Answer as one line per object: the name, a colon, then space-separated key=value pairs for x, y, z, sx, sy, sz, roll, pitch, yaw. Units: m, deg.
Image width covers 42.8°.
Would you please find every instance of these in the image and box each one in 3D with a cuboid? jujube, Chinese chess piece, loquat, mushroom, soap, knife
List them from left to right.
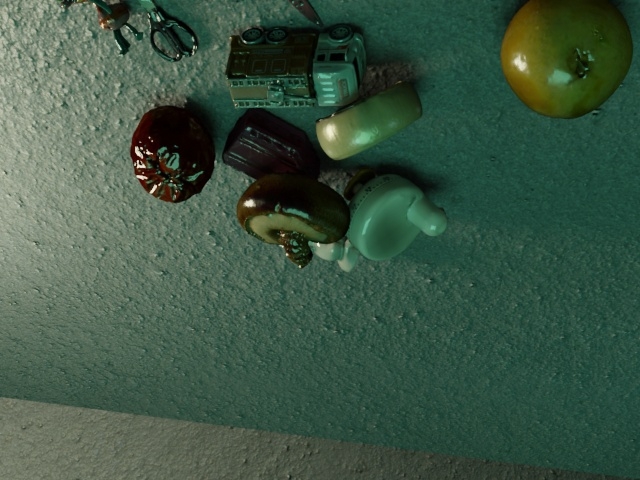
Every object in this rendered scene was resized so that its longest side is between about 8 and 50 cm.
jujube: x=-0.368 y=-0.220 z=2.059 sx=0.212 sy=0.213 sz=0.232 roll=12 pitch=146 yaw=-4
soap: x=-0.115 y=-0.215 z=2.087 sx=0.249 sy=0.099 sz=0.162 roll=28 pitch=138 yaw=-21
knife: x=-0.072 y=-0.541 z=1.747 sx=0.035 sy=0.018 sz=0.247 roll=-22 pitch=133 yaw=29
mushroom: x=-0.067 y=-0.064 z=2.071 sx=0.296 sy=0.163 sz=0.278 roll=4 pitch=139 yaw=23
Chinese chess piece: x=0.109 y=-0.277 z=1.860 sx=0.249 sy=0.250 sz=0.103 roll=-21 pitch=101 yaw=31
loquat: x=0.501 y=-0.383 z=1.672 sx=0.262 sy=0.263 sz=0.263 roll=5 pitch=141 yaw=4

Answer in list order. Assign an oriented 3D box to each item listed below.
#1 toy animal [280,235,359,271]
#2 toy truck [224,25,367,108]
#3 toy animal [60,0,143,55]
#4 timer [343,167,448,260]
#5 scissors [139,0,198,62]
toy animal: x=0.002 y=-0.001 z=2.321 sx=0.220 sy=0.104 sz=0.131 roll=20 pitch=141 yaw=-15
toy truck: x=-0.056 y=-0.376 z=1.824 sx=0.305 sy=0.162 sz=0.136 roll=1 pitch=142 yaw=12
toy animal: x=-0.487 y=-0.506 z=1.803 sx=0.208 sy=0.100 sz=0.103 roll=44 pitch=169 yaw=-20
timer: x=0.186 y=-0.050 z=2.123 sx=0.233 sy=0.240 sz=0.234 roll=-24 pitch=135 yaw=-26
scissors: x=-0.382 y=-0.523 z=1.824 sx=0.109 sy=0.022 sz=0.300 roll=-15 pitch=135 yaw=21
